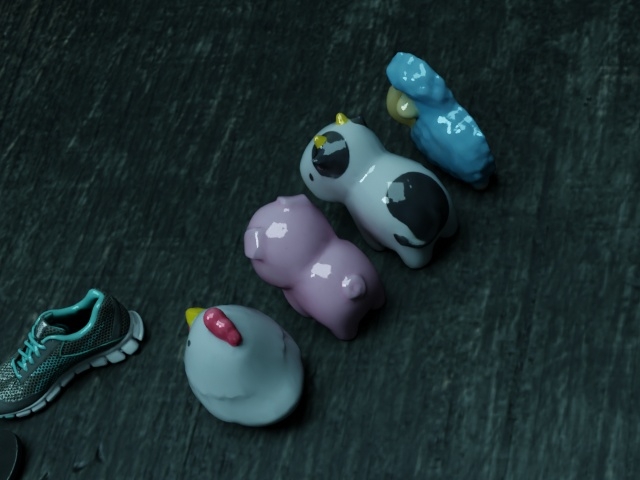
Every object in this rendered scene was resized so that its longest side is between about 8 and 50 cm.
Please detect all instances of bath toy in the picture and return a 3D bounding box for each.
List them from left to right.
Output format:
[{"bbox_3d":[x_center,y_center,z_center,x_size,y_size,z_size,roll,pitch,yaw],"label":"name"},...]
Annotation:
[{"bbox_3d":[0.000,0.000,1.381,0.151,0.129,0.348,28,69,34],"label":"bath toy"}]

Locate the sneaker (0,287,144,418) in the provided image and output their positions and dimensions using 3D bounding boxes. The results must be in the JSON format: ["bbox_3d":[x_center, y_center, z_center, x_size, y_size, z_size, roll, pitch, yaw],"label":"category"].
[{"bbox_3d":[-0.246,0.096,1.436,0.166,0.076,0.065,-33,49,-4],"label":"sneaker"}]

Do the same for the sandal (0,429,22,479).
[{"bbox_3d":[-0.345,0.222,1.403,0.179,0.040,0.067,-28,50,-1],"label":"sandal"}]
